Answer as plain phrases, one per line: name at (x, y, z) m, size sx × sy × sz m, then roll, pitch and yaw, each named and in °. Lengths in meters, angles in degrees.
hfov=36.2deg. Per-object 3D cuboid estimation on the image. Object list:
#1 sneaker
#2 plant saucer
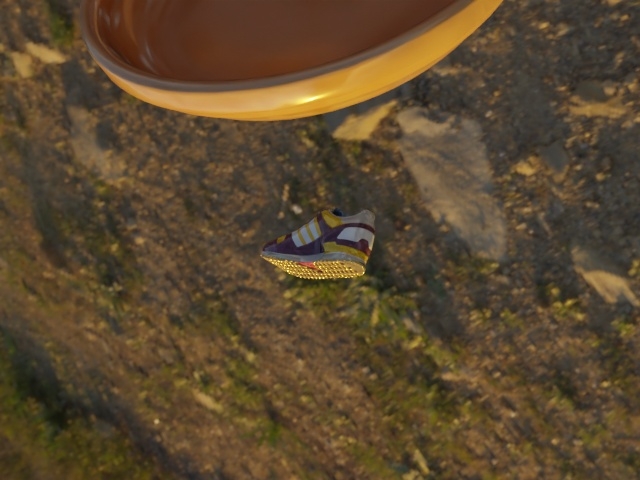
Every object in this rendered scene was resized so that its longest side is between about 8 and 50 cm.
sneaker at (0.000, 0.000, 1.254) m, size 0.186 × 0.070 × 0.083 m, roll 1°, pitch 66°, yaw 47°
plant saucer at (-0.005, -0.117, 0.424) m, size 0.200 × 0.200 × 0.037 m, roll 27°, pitch 151°, yaw 39°
